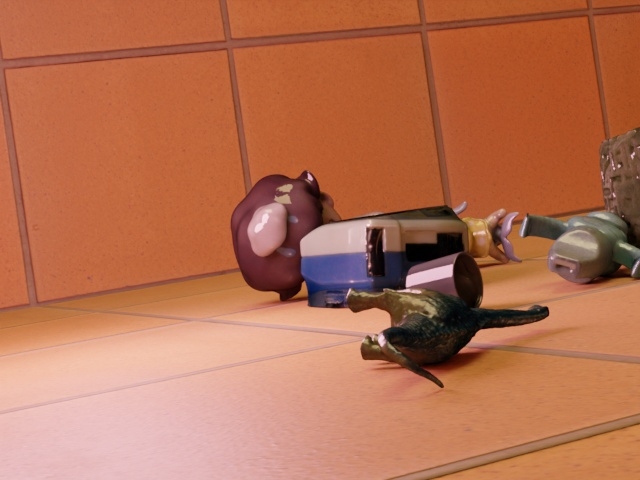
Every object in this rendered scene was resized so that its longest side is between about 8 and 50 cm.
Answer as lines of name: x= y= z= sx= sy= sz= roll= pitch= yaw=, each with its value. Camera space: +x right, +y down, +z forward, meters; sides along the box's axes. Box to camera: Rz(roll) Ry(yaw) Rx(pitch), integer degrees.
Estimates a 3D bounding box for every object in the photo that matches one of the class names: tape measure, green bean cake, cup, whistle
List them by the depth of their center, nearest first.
cup: x=0.157 y=0.067 z=1.563 sx=0.077 sy=0.078 sz=0.100 roll=-13 pitch=29 yaw=34
whistle: x=0.386 y=0.014 z=1.737 sx=0.186 sy=0.093 sz=0.274 roll=21 pitch=16 yaw=21
green bean cake: x=0.517 y=-0.075 z=1.805 sx=0.125 sy=0.222 sz=0.227 roll=-8 pitch=-2 yaw=-12
tape measure: x=0.115 y=0.023 z=1.966 sx=0.262 sy=0.138 sz=0.259 roll=-9 pitch=3 yaw=-28

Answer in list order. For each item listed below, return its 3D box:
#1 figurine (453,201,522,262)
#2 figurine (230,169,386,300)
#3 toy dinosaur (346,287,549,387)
figurine: x=0.283 y=-0.006 z=2.300 sx=0.208 sy=0.128 sz=0.184 roll=-2 pitch=8 yaw=34
figurine: x=0.007 y=0.016 z=2.168 sx=0.365 sy=0.206 sz=0.218 roll=17 pitch=-48 yaw=-22
toy dinosaur: x=0.102 y=0.082 z=1.158 sx=0.147 sy=0.076 sz=0.363 roll=0 pitch=2 yaw=27
